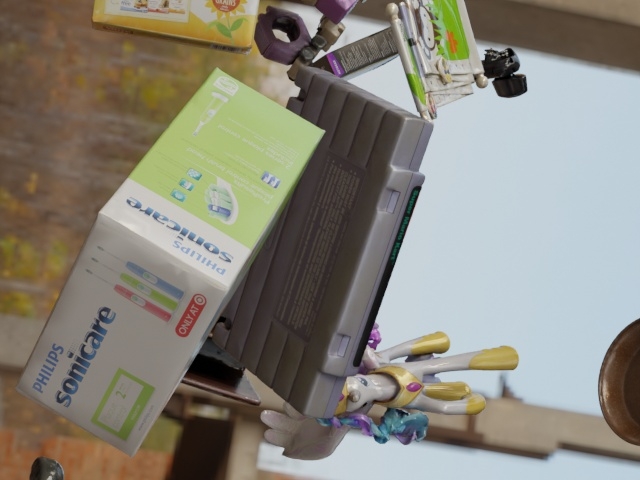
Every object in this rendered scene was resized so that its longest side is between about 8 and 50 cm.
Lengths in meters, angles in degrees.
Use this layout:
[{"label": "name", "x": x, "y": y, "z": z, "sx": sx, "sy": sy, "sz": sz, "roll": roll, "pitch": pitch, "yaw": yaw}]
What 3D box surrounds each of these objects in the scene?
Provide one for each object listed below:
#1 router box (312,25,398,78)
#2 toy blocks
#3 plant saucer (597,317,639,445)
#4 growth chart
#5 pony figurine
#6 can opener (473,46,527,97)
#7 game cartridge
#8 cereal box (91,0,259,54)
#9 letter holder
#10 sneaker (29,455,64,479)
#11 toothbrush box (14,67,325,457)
[{"label": "router box", "x": 0.053, "y": -0.274, "z": 2.323, "sx": 0.046, "sy": 0.133, "sz": 0.179, "roll": 66, "pitch": -13, "yaw": -3}, {"label": "toy blocks", "x": -0.009, "y": -0.451, "z": 2.133, "sx": 0.288, "sy": 0.260, "sz": 0.309, "roll": -50, "pitch": 180, "yaw": -34}, {"label": "plant saucer", "x": 0.492, "y": 0.205, "z": 2.227, "sx": 0.199, "sy": 0.036, "sz": 0.198, "roll": -25, "pitch": -125, "yaw": 43}, {"label": "growth chart", "x": 0.136, "y": -0.232, "z": 1.793, "sx": 0.237, "sy": 0.021, "sz": 0.172, "roll": -35, "pitch": 108, "yaw": -60}, {"label": "pony figurine", "x": 0.082, "y": 0.217, "z": 2.488, "sx": 0.351, "sy": 0.364, "sz": 0.302, "roll": 10, "pitch": -79, "yaw": 57}, {"label": "can opener", "x": 0.219, "y": -0.235, "z": 2.159, "sx": 0.186, "sy": 0.059, "sz": 0.073, "roll": 8, "pitch": -75, "yaw": 57}, {"label": "game cartridge", "x": 0.000, "y": 0.000, "z": 1.748, "sx": 0.230, "sy": 0.068, "sz": 0.355, "roll": 32, "pitch": -73, "yaw": 47}, {"label": "cereal box", "x": -0.140, "y": -0.330, "z": 1.627, "sx": 0.047, "sy": 0.173, "sz": 0.240, "roll": 149, "pitch": -50, "yaw": -82}, {"label": "letter holder", "x": -0.213, "y": 0.112, "z": 2.265, "sx": 0.214, "sy": 0.302, "sz": 0.152, "roll": -132, "pitch": -116, "yaw": -74}, {"label": "sneaker", "x": -0.328, "y": 0.400, "z": 2.146, "sx": 0.281, "sy": 0.163, "sz": 0.106, "roll": 102, "pitch": -15, "yaw": -45}, {"label": "toothbrush box", "x": -0.124, "y": 0.011, "z": 1.314, "sx": 0.206, "sy": 0.122, "sz": 0.283, "roll": -59, "pitch": 180, "yaw": 33}]
